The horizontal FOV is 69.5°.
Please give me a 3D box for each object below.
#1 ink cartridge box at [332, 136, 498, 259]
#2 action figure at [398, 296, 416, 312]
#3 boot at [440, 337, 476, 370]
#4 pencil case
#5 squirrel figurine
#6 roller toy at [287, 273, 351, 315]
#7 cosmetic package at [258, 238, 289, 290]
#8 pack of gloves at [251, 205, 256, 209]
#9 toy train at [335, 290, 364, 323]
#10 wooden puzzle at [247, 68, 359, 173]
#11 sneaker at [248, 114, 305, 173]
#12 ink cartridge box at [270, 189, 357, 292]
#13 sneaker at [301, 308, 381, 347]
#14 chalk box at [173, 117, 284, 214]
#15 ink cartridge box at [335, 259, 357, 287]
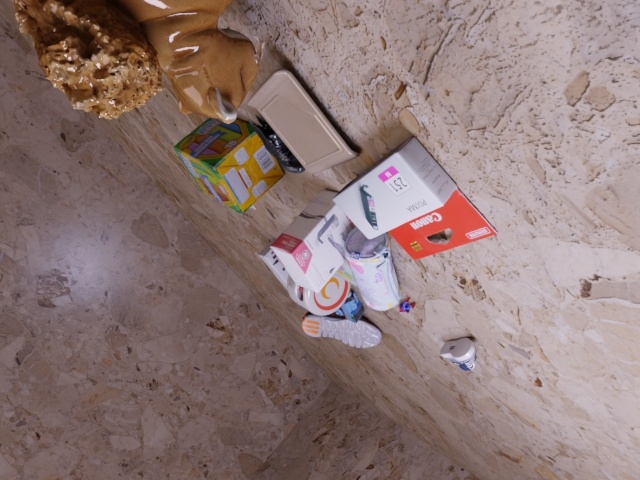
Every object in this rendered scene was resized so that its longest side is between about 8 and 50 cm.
[{"bbox_3d":[0.173,-0.052,0.927,0.239,0.060,0.275,47,154,-6],"label":"ink cartridge box"},{"bbox_3d":[0.256,0.202,1.395,0.038,0.030,0.115,36,162,9],"label":"action figure"},{"bbox_3d":[0.410,0.324,1.292,0.086,0.069,0.190,36,169,2],"label":"boot"},{"bbox_3d":[0.145,0.077,1.223,0.124,0.114,0.273,17,150,27],"label":"pencil case"},{"bbox_3d":[-0.276,-0.347,0.744,0.280,0.397,0.371,22,143,39],"label":"squirrel figurine"},{"bbox_3d":[-0.011,0.142,1.559,0.146,0.191,0.209,21,151,51],"label":"roller toy"},{"bbox_3d":[-0.150,0.113,1.933,0.060,0.099,0.239,16,147,55],"label":"cosmetic package"},{"bbox_3d":[-0.376,-0.199,1.783,0.195,0.046,0.232,13,146,48],"label":"pack of gloves"},{"bbox_3d":[0.094,0.226,1.710,0.105,0.080,0.184,18,148,35],"label":"toy train"},{"bbox_3d":[-0.040,-0.254,1.017,0.238,0.044,0.221,45,162,-17],"label":"wooden puzzle"},{"bbox_3d":[-0.107,-0.241,1.157,0.170,0.051,0.089,41,166,19],"label":"sneaker"},{"bbox_3d":[0.000,0.000,1.192,0.092,0.218,0.159,16,148,44],"label":"ink cartridge box"},{"bbox_3d":[0.094,0.321,1.861,0.320,0.180,0.125,13,111,8],"label":"sneaker"},{"bbox_3d":[-0.282,-0.236,1.333,0.288,0.179,0.180,27,155,40],"label":"chalk box"},{"bbox_3d":[0.090,0.081,1.421,0.109,0.062,0.209,31,158,33],"label":"ink cartridge box"}]
